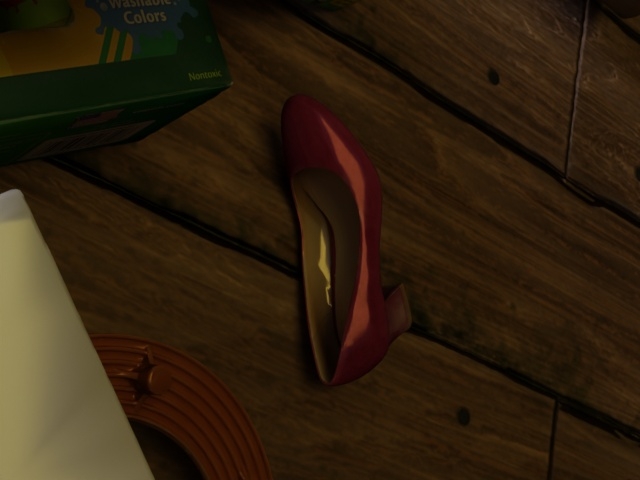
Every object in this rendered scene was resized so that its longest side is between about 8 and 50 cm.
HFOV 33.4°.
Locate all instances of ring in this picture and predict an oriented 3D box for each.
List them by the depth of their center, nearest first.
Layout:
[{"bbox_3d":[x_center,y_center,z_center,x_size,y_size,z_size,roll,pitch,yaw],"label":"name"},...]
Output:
[{"bbox_3d":[-0.145,0.231,0.725,0.337,0.032,0.336,4,85,-45],"label":"ring"}]

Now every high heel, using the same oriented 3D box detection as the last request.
[{"bbox_3d":[0.000,0.000,0.916,0.117,0.082,0.244,-34,112,-48],"label":"high heel"}]

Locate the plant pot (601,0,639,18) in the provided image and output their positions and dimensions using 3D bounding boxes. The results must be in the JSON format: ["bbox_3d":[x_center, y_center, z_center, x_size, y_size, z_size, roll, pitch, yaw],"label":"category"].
[{"bbox_3d":[0.300,-0.427,1.185,0.274,0.256,0.256,29,60,-9],"label":"plant pot"}]

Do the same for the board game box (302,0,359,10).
[{"bbox_3d":[-0.053,-0.312,0.884,0.317,0.046,0.213,-17,88,-71],"label":"board game box"}]

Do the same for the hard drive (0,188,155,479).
[{"bbox_3d":[-0.278,0.144,0.573,0.353,0.047,0.233,-27,98,-30],"label":"hard drive"}]

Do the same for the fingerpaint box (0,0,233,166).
[{"bbox_3d":[-0.319,-0.220,0.679,0.445,0.163,0.371,-16,88,-39],"label":"fingerpaint box"}]
